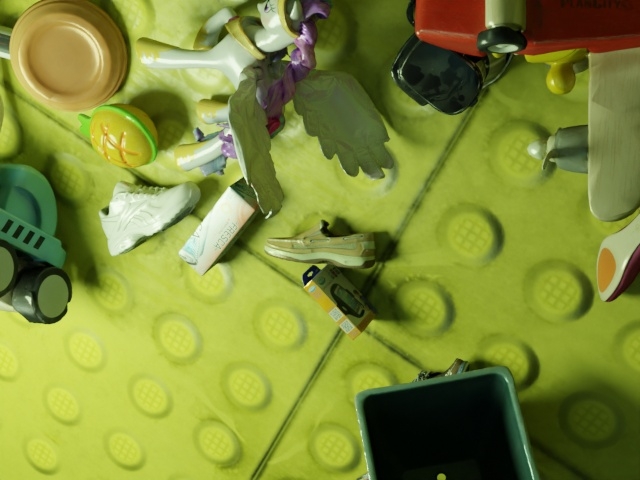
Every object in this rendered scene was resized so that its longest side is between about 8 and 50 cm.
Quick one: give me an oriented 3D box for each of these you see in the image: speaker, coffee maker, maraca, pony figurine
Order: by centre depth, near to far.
[{"bbox_3d":[0.167,-0.262,1.468,0.171,0.178,0.120,20,118,16],"label":"coffee maker"},{"bbox_3d":[-0.093,-0.216,1.586,0.363,0.303,0.350,-13,97,45],"label":"pony figurine"},{"bbox_3d":[-0.348,-0.178,1.800,0.186,0.099,0.127,2,130,46],"label":"maraca"},{"bbox_3d":[-0.529,-0.341,1.838,0.136,0.055,0.055,18,118,18],"label":"speaker"}]

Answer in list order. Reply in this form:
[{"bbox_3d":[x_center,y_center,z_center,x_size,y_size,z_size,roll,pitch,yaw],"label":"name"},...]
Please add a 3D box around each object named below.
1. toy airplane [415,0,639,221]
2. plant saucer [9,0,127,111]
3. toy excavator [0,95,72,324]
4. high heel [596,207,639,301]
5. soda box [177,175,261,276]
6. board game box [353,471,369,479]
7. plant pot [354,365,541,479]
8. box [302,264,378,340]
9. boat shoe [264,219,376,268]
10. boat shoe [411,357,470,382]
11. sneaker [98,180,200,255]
[{"bbox_3d":[0.361,-0.277,1.323,0.386,0.272,0.384,-44,88,-3],"label":"toy airplane"},{"bbox_3d":[-0.428,-0.310,1.773,0.200,0.037,0.199,0,114,1],"label":"plant saucer"},{"bbox_3d":[-0.610,-0.115,1.878,0.222,0.433,0.445,1,69,29],"label":"toy excavator"},{"bbox_3d":[0.480,-0.004,1.512,0.117,0.082,0.244,0,126,-13],"label":"high heel"},{"bbox_3d":[-0.167,-0.024,1.803,0.063,0.058,0.183,43,122,3],"label":"soda box"},{"bbox_3d":[0.119,0.482,1.894,0.141,0.048,0.170,48,123,-2],"label":"board game box"},{"bbox_3d":[0.200,0.378,1.666,0.248,0.247,0.252,-10,148,0],"label":"plant pot"},{"bbox_3d":[0.030,0.093,1.746,0.136,0.081,0.028,48,123,-1],"label":"box"},{"bbox_3d":[0.000,0.000,1.737,0.190,0.068,0.072,5,102,13],"label":"boat shoe"},{"bbox_3d":[0.180,0.254,1.754,0.066,0.066,0.183,38,122,8],"label":"boat shoe"},{"bbox_3d":[-0.312,-0.061,1.839,0.232,0.090,0.115,-28,95,31],"label":"sneaker"}]
